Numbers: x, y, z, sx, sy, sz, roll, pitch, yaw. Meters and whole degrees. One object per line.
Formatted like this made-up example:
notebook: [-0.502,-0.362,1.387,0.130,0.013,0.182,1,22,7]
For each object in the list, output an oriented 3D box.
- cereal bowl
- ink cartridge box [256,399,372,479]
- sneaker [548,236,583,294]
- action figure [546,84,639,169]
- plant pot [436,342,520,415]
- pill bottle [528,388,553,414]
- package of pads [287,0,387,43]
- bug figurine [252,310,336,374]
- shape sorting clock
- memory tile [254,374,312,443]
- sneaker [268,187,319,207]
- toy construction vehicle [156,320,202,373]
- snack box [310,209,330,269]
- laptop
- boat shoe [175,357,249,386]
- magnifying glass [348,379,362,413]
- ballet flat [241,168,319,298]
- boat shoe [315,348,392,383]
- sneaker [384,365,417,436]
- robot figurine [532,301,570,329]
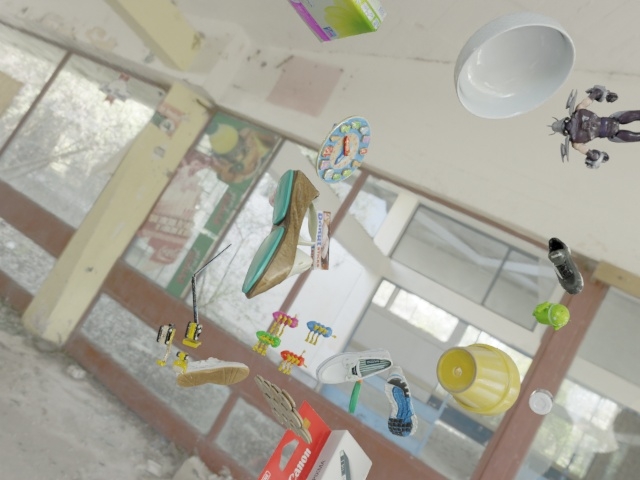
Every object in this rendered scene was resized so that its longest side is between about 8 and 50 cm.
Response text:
cereal bowl: [0.561,-0.534,1.547,0.339,0.141,0.339,-3,-36,-2]
ink cartridge box: [-0.012,0.606,1.323,0.066,0.296,0.261,-22,-69,41]
sneaker: [0.854,0.083,1.831,0.078,0.234,0.106,-29,-48,32]
action figure: [0.649,-0.248,1.140,0.285,0.185,0.099,8,20,33]
plant pot: [0.543,0.483,1.849,0.239,0.254,0.254,25,-2,-41]
pill bottle: [0.703,0.508,1.644,0.067,0.067,0.120,26,6,28]
package of pads: [0.041,-0.767,1.662,0.296,0.101,0.229,14,-23,51]
bug figurine: [-0.090,0.319,1.692,0.216,0.279,0.072,29,38,-13]
shape sorting clock: [0.067,-0.245,1.420,0.040,0.206,0.206,42,1,33]
memory tile: [-0.069,0.301,0.934,0.148,0.012,0.113,2,-59,62]
sneaker: [-0.074,-0.106,1.353,0.134,0.051,0.070,4,-25,-33]
toy construction vehicle: [-0.268,0.198,0.988,0.086,0.098,0.035,10,-5,20]
snack box: [0.000,0.000,1.558,0.022,0.178,0.064,0,-2,44]
laptop: [-0.364,0.153,1.748,0.136,0.264,0.234,-4,-4,-13]
boat shoe: [-0.406,0.483,1.953,0.277,0.098,0.096,5,28,-29]
magnifying glass: [0.139,0.549,1.950,0.026,0.231,0.092,15,19,1]
ballet flat: [-0.067,-0.005,1.156,0.124,0.342,0.116,30,-38,-22]
boat shoe: [0.098,0.362,1.496,0.076,0.226,0.083,-156,-131,-81]
sneaker: [0.194,0.384,1.244,0.071,0.191,0.083,-3,24,10]
robot figurine: [0.695,0.222,1.557,0.101,0.067,0.115,45,-18,-14]
